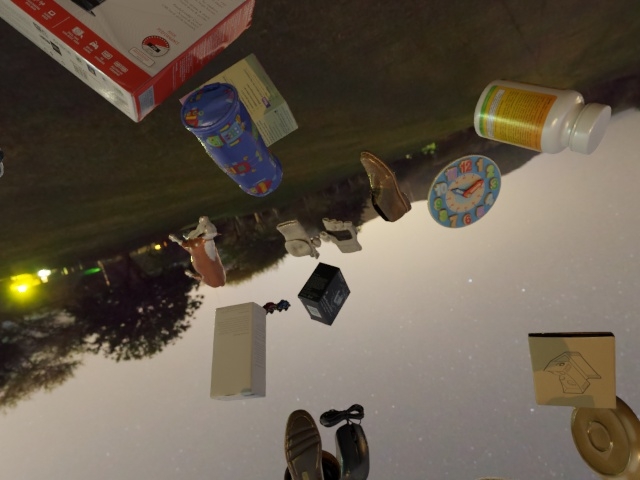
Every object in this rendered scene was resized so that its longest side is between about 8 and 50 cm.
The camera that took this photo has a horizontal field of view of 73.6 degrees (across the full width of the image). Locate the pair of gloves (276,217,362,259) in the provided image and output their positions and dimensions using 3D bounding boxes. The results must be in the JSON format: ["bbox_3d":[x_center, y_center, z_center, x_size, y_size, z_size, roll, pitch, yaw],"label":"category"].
[{"bbox_3d":[0.000,0.000,1.334,0.240,0.042,0.204,-6,147,11],"label":"pair of gloves"}]

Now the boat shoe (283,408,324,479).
[{"bbox_3d":[-0.029,0.400,0.782,0.068,0.189,0.072,-6,176,-4],"label":"boat shoe"}]

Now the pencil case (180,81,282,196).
[{"bbox_3d":[-0.179,-0.212,0.935,0.120,0.133,0.306,-8,159,11],"label":"pencil case"}]

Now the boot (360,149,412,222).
[{"bbox_3d":[0.230,-0.203,1.642,0.115,0.305,0.112,-40,-163,-14],"label":"boot"}]

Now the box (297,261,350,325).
[{"bbox_3d":[0.017,0.189,1.518,0.093,0.156,0.158,14,-123,33],"label":"box"}]

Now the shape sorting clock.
[{"bbox_3d":[0.372,-0.121,1.101,0.206,0.206,0.040,-18,-151,-5],"label":"shape sorting clock"}]

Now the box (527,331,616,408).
[{"bbox_3d":[0.566,0.293,0.963,0.165,0.201,0.021,-7,-156,24],"label":"box"}]

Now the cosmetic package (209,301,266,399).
[{"bbox_3d":[-0.205,0.282,1.089,0.118,0.231,0.085,-12,152,17],"label":"cosmetic package"}]

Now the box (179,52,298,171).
[{"bbox_3d":[-0.223,-0.348,1.173,0.243,0.213,0.117,-32,155,1],"label":"box"}]

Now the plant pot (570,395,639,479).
[{"bbox_3d":[0.746,0.519,1.130,0.033,0.236,0.236,3,180,-11],"label":"plant pot"}]

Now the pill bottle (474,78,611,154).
[{"bbox_3d":[0.483,-0.269,0.944,0.136,0.136,0.246,-21,-143,-37],"label":"pill bottle"}]

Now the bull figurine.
[{"bbox_3d":[-0.427,0.043,1.530,0.189,0.310,0.101,19,-138,29],"label":"bull figurine"}]

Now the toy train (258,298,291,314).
[{"bbox_3d":[-0.149,0.195,1.240,0.158,0.036,0.027,-4,-153,-43],"label":"toy train"}]

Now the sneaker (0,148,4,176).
[{"bbox_3d":[-0.675,-0.136,0.825,0.091,0.094,0.258,35,155,-33],"label":"sneaker"}]

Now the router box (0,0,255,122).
[{"bbox_3d":[-0.332,-0.408,0.703,0.301,0.335,0.082,-54,-177,-24],"label":"router box"}]

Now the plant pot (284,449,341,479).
[{"bbox_3d":[-0.013,0.746,1.266,0.167,0.165,0.167,-6,-155,3],"label":"plant pot"}]

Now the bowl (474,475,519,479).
[{"bbox_3d":[0.280,0.379,0.570,0.053,0.142,0.142,-28,179,-38],"label":"bowl"}]

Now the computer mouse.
[{"bbox_3d":[0.105,0.718,1.474,0.189,0.272,0.072,1,161,-31],"label":"computer mouse"}]
